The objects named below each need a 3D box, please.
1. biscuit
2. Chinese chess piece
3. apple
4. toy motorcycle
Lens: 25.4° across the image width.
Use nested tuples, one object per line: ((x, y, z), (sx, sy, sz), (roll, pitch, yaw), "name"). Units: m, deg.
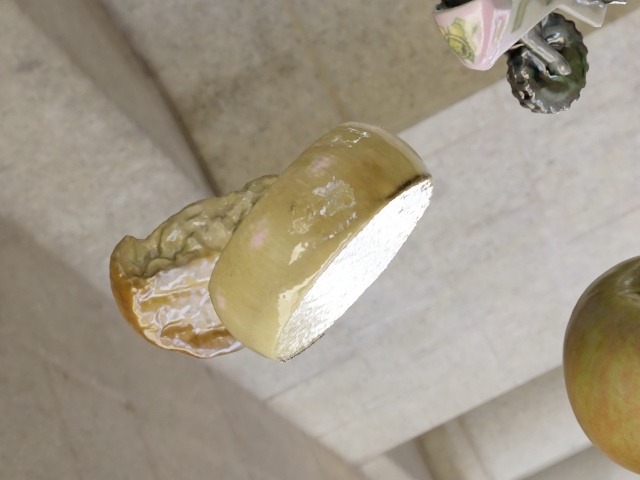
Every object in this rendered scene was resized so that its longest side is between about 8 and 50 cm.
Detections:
((-0.129, 0.041, 1.782), (0.091, 0.274, 0.213), (44, -31, 44), "biscuit")
((0.000, 0.000, 1.373), (0.097, 0.251, 0.251), (40, 2, 12), "Chinese chess piece")
((0.409, 0.145, 1.641), (0.257, 0.257, 0.234), (-102, 177, -68), "apple")
((0.202, -0.292, 1.396), (0.143, 0.188, 0.327), (8, -87, 58), "toy motorcycle")
